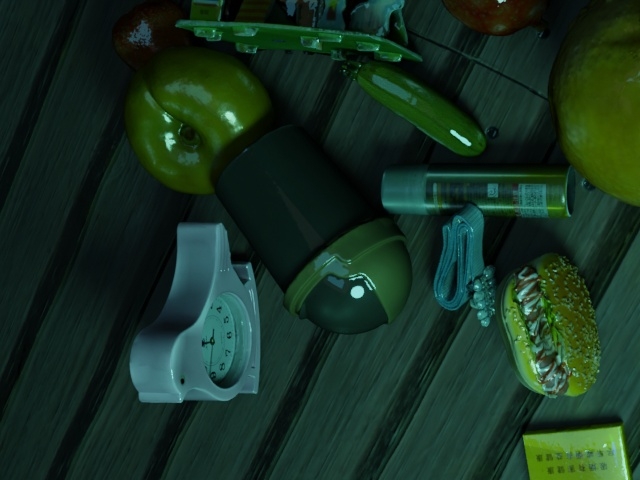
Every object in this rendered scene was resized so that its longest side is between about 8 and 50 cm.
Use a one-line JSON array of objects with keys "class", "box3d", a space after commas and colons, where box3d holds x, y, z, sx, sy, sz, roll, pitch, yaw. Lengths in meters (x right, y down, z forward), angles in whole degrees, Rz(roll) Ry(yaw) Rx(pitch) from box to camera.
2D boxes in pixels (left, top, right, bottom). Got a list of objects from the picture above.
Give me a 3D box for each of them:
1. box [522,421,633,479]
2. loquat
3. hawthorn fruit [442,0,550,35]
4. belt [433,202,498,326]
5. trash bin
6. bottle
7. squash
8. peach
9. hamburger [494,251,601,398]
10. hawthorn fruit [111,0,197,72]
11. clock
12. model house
[{"class": "box", "box3d": [0.401, 0.413, 1.824, 0.152, 0.043, 0.269, -8, 91, 23]}, {"class": "loquat", "box3d": [0.456, -0.201, 1.600, 0.328, 0.328, 0.328, 2, 96, 22]}, {"class": "hawthorn fruit", "box3d": [0.261, -0.375, 1.751, 0.188, 0.169, 0.169, 33, 108, -8]}, {"class": "belt", "box3d": [0.224, 0.034, 1.818, 0.100, 0.065, 0.179, 23, 133, 28]}, {"class": "trash bin", "box3d": [0.000, 0.000, 1.863, 0.214, 0.214, 0.334, -44, 75, 20]}, {"class": "bottle", "box3d": [0.234, -0.076, 1.828, 0.286, 0.082, 0.082, 1, 95, 22]}, {"class": "squash", "box3d": [0.146, -0.208, 1.832, 0.252, 0.066, 0.066, 33, 107, -3]}, {"class": "peach", "box3d": [-0.197, -0.192, 1.935, 0.251, 0.153, 0.251, 6, 119, 11]}, {"class": "hamburger", "box3d": [0.335, 0.126, 1.760, 0.116, 0.173, 0.210, -19, 87, 48]}, {"class": "hawthorn fruit", "box3d": [-0.266, -0.326, 1.992, 0.133, 0.133, 0.138, -32, 98, 22]}, {"class": "clock", "box3d": [-0.192, 0.115, 1.921, 0.080, 0.275, 0.290, -2, 91, 26]}, {"class": "model house", "box3d": [-0.002, -0.433, 1.815, 0.357, 0.242, 0.313, 9, 95, 23]}]
